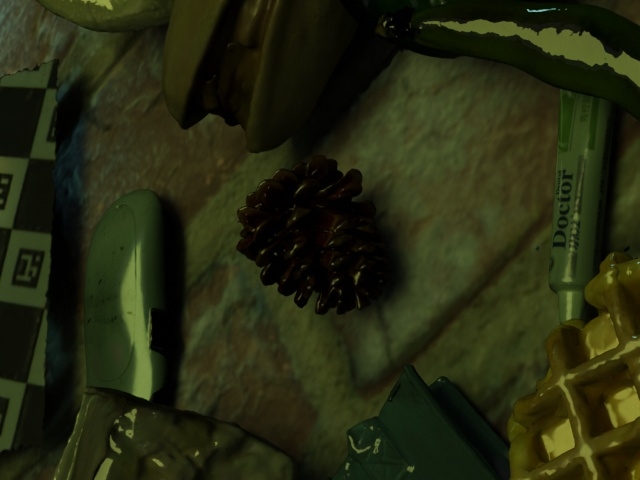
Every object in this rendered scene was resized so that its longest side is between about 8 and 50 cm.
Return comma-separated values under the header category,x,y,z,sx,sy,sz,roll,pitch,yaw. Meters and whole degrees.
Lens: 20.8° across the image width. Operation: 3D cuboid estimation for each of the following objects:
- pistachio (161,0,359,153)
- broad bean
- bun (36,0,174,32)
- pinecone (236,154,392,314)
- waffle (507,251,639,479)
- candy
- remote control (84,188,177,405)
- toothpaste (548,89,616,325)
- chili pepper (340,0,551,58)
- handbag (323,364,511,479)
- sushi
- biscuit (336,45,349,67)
category,x,y,z,sx,sy,sz,roll,pitch,yaw
pistachio,-0.038,-0.161,1.230,0.129,0.131,0.206,27,117,10
broad bean,0.166,-0.105,1.021,0.297,0.043,0.060,23,88,27
bun,-0.153,-0.275,1.395,0.231,0.133,0.231,4,98,28
pinecone,0.002,0.000,1.189,0.109,0.102,0.102,43,112,15
waffle,0.223,0.127,0.900,0.329,0.062,0.329,-10,71,31
candy,-0.116,0.199,1.174,0.185,0.137,0.195,-70,17,-7
remote control,-0.153,0.083,1.356,0.097,0.045,0.256,-14,71,44
toothpaste,0.161,-0.041,1.074,0.048,0.029,0.197,-8,70,45
chili pepper,0.132,-0.215,1.112,0.264,0.116,0.148,-45,61,29
handbag,0.045,0.211,1.100,0.229,0.062,0.179,-59,42,16
sushi,-0.328,0.040,1.548,0.320,0.069,0.339,-13,68,35
biscuit,0.000,-0.163,1.287,0.082,0.016,0.092,-52,53,32
